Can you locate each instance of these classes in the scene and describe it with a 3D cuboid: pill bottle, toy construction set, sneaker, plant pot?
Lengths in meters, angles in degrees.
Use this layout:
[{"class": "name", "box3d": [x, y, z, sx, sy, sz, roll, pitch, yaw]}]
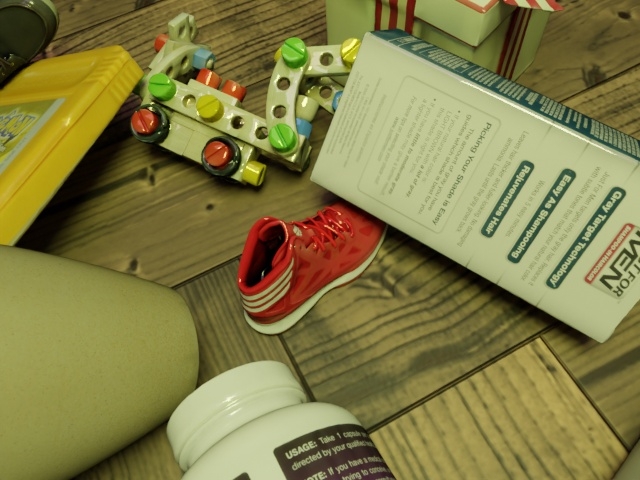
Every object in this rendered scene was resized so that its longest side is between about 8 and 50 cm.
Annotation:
[{"class": "pill bottle", "box3d": [-0.001, 0.256, 0.419, 0.181, 0.181, 0.323, -28, 55, -12]}, {"class": "toy construction set", "box3d": [-0.113, -0.189, 0.705, 0.327, 0.151, 0.215, 25, 89, 25]}, {"class": "sneaker", "box3d": [-0.433, -0.231, 0.729, 0.222, 0.083, 0.118, -23, 48, 27]}, {"class": "sneaker", "box3d": [0.000, 0.000, 0.604, 0.087, 0.128, 0.221, 34, 68, 20]}, {"class": "plant pot", "box3d": [-0.256, 0.113, 0.479, 0.274, 0.256, 0.256, 0, 52, -40]}]

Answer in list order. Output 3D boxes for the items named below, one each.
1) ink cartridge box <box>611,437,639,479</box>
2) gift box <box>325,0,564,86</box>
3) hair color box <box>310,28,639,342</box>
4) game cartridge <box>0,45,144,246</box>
[{"class": "ink cartridge box", "box3d": [0.322, 0.285, 0.424, 0.226, 0.131, 0.306, 40, 72, 22]}, {"class": "gift box", "box3d": [0.175, -0.307, 0.693, 0.276, 0.258, 0.255, 31, 67, 20]}, {"class": "hair color box", "box3d": [0.180, -0.067, 0.579, 0.347, 0.174, 0.105, 31, 32, 13]}, {"class": "game cartridge", "box3d": [-0.388, -0.107, 0.671, 0.285, 0.053, 0.324, 5, 59, 35]}]
